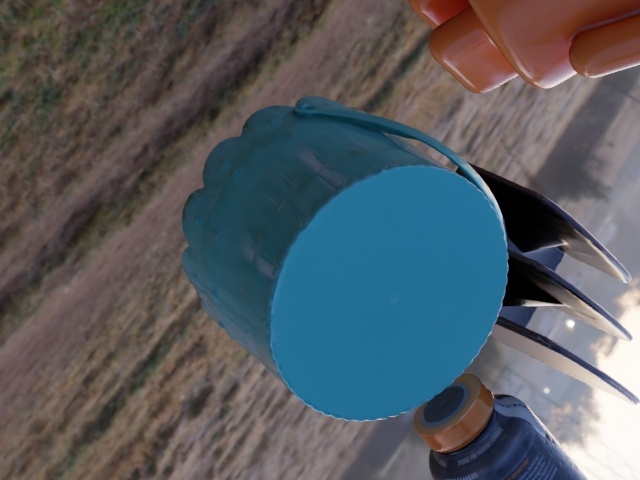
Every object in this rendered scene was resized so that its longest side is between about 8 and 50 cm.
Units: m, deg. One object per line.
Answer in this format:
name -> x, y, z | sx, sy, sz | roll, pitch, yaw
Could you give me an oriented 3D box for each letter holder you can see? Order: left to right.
letter holder -> 0.273, 0.061, 1.191 | 0.302, 0.214, 0.152 | 31, 87, -51

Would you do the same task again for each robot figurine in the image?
robot figurine -> 0.164, -0.176, 0.630 | 0.219, 0.128, 0.158 | -32, -159, 21

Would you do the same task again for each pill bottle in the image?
pill bottle -> 0.205, 0.256, 1.120 | 0.130, 0.246, 0.130 | -36, -161, 14

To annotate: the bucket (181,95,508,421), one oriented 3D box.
bucket -> 0.026, 0.019, 0.959 | 0.281, 0.183, 0.281 | -11, 116, -25
